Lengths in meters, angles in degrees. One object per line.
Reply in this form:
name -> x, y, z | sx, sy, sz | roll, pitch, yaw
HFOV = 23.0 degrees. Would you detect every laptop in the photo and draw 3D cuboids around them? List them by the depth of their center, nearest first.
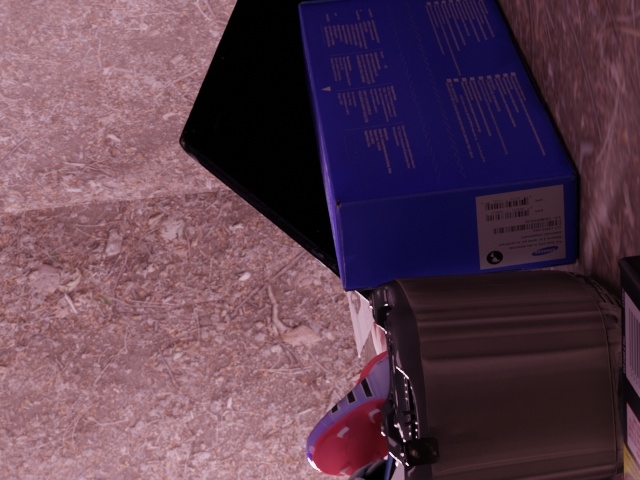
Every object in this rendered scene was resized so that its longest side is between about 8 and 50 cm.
laptop -> 0.000, 0.000, 1.451 | 0.408, 0.236, 0.382 | 39, -149, -17

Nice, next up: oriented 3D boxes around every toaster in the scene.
toaster -> 0.112, 0.086, 0.975 | 0.227, 0.146, 0.129 | -112, 16, -84

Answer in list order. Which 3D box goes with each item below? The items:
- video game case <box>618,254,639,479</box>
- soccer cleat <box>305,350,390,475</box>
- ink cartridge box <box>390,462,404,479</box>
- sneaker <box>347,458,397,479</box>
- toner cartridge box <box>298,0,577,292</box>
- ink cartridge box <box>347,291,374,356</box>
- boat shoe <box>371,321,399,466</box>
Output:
video game case -> 0.187, 0.167, 0.709 | 0.275, 0.035, 0.248 | -104, 9, -70
soccer cleat -> 0.060, 0.172, 1.666 | 0.095, 0.248, 0.083 | 20, 127, 39
ink cartridge box -> 0.117, 0.258, 1.163 | 0.330, 0.071, 0.324 | -95, 18, -45
sneaker -> 0.059, 0.255, 1.571 | 0.083, 0.071, 0.191 | -61, -11, 8
toner cartridge box -> 0.078, -0.092, 1.194 | 0.348, 0.165, 0.075 | -98, 3, -59
ink cartridge box -> 0.087, -0.001, 1.822 | 0.181, 0.056, 0.224 | -99, 21, -49
boat shoe -> 0.120, 0.141, 1.810 | 0.096, 0.098, 0.277 | 130, 138, -67
